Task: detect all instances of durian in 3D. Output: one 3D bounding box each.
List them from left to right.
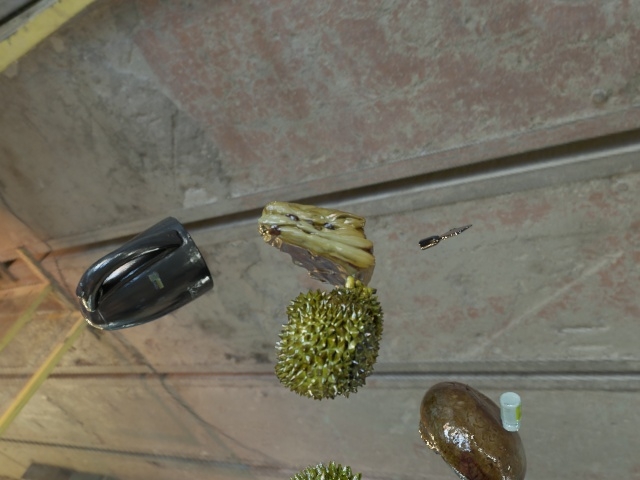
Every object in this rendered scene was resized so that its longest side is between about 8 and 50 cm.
[{"bbox_3d":[0.029,0.232,1.362,0.258,0.293,0.258,16,129,21],"label":"durian"},{"bbox_3d":[0.044,0.661,1.414,0.394,0.198,0.163,21,-175,33],"label":"durian"}]

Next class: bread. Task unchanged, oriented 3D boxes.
[{"bbox_3d":[0.000,0.000,1.802,0.370,0.192,0.314,22,164,4],"label":"bread"}]

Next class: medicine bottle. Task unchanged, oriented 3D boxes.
[{"bbox_3d":[0.440,0.396,1.380,0.047,0.047,0.083,2,120,26],"label":"medicine bottle"}]

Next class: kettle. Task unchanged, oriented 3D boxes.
[{"bbox_3d":[-0.423,0.082,1.380,0.207,0.290,0.268,50,157,22],"label":"kettle"}]

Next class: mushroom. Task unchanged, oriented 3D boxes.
[{"bbox_3d":[0.408,0.524,1.594,0.345,0.345,0.239,20,105,8],"label":"mushroom"}]

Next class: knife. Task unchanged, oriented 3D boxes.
[{"bbox_3d":[0.311,-0.015,1.469,0.028,0.060,0.230,57,162,0],"label":"knife"}]
